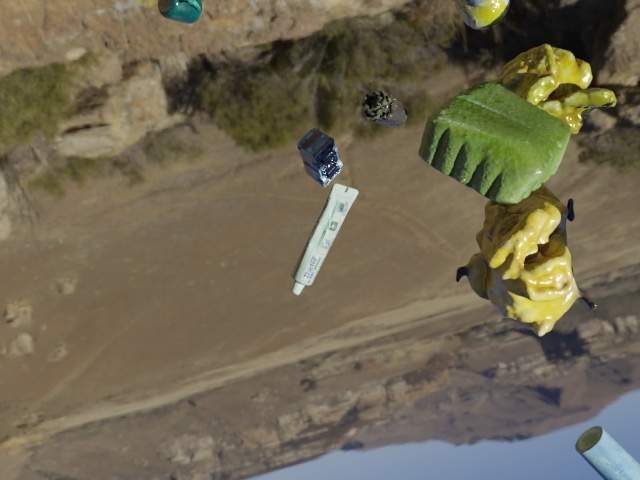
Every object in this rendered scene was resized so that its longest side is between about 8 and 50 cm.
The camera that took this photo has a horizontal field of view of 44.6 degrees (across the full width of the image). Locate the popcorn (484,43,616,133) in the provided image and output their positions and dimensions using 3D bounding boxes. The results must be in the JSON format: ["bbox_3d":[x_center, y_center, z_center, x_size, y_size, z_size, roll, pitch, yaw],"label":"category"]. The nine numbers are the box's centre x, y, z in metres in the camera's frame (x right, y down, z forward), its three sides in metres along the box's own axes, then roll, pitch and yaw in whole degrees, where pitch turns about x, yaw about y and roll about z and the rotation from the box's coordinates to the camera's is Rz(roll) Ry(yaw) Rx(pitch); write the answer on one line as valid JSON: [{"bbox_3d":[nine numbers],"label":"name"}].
[{"bbox_3d":[0.600,-0.384,2.128,0.326,0.290,0.321,-41,176,-32],"label":"popcorn"}]

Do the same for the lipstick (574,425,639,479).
[{"bbox_3d":[0.543,0.426,1.309,0.061,0.274,0.068,-46,-175,-13],"label":"lipstick"}]

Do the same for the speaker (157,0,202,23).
[{"bbox_3d":[-0.256,-0.454,1.473,0.094,0.060,0.075,-30,161,39],"label":"speaker"}]

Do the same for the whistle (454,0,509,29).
[{"bbox_3d":[0.352,-0.539,1.683,0.123,0.123,0.223,-17,164,10],"label":"whistle"}]

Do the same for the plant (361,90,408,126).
[{"bbox_3d":[0.188,-0.383,2.288,0.143,0.094,0.092,22,171,-37],"label":"plant"}]

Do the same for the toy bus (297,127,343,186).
[{"bbox_3d":[-0.004,-0.252,2.344,0.090,0.106,0.184,-45,156,-12],"label":"toy bus"}]

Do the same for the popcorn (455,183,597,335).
[{"bbox_3d":[0.421,0.044,1.631,0.281,0.316,0.297,-10,123,6],"label":"popcorn"}]

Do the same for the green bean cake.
[{"bbox_3d":[0.340,-0.188,1.510,0.222,0.248,0.125,-35,148,-38],"label":"green bean cake"}]

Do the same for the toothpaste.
[{"bbox_3d":[0.000,0.000,1.393,0.064,0.041,0.218,14,107,-42],"label":"toothpaste"}]
